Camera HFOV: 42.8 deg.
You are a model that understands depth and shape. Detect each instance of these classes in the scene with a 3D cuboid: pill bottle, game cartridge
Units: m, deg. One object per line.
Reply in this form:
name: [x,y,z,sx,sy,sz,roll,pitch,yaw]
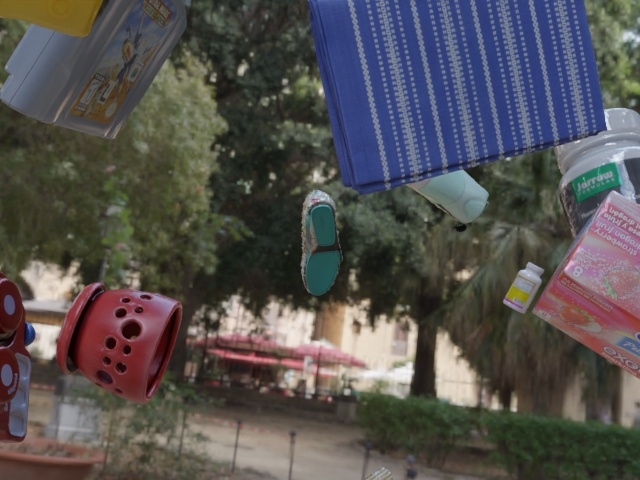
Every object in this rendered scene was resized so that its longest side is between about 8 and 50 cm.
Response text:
pill bottle: [0.560,-0.046,1.510,0.204,0.361,0.204,-9,-23,-4]
game cartridge: [-0.231,-0.212,0.896,0.062,0.198,0.297,37,4,0]
pill bottle: [0.352,0.081,1.409,0.043,0.083,0.043,27,5,-3]

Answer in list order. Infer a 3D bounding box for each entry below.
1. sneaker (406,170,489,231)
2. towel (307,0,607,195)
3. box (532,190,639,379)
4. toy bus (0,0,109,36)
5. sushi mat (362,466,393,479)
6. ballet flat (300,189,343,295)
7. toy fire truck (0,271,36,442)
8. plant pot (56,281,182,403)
sneaker: [0.213,-0.096,1.425,0.151,0.094,0.256,38,13,-10]
towel: [0.165,-0.206,0.971,0.335,0.243,0.040,-14,5,-10]
box: [0.447,0.093,1.034,0.299,0.142,0.154,33,-22,12]
toy bus: [-0.161,-0.250,0.446,0.149,0.220,0.211,19,-61,-39]
sushi mat: [0.018,0.453,1.137,0.316,0.152,0.019,-21,-11,-40]
ballet flat: [0.000,0.000,1.689,0.091,0.241,0.077,-3,35,-10]
toy fire truck: [-0.609,0.205,1.498,0.169,0.302,0.254,-8,-22,7]
plant pot: [-0.353,0.170,1.438,0.174,0.191,0.191,20,-11,2]
